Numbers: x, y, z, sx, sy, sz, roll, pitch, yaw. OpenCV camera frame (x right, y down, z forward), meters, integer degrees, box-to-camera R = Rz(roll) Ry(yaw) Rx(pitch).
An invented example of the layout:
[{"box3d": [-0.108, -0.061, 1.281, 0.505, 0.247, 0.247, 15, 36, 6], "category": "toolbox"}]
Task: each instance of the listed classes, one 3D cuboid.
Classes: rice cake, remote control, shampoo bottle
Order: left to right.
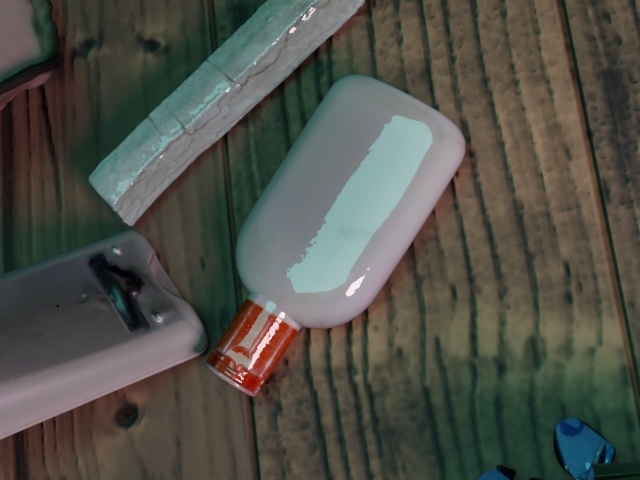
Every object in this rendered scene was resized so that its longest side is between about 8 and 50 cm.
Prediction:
[{"box3d": [-0.226, 0.073, 0.863, 0.313, 0.055, 0.109, -21, 60, -29], "category": "remote control"}, {"box3d": [-0.063, -0.109, 0.964, 0.245, 0.042, 0.045, -43, 52, 3], "category": "rice cake"}, {"box3d": [0.000, 0.000, 0.901, 0.108, 0.051, 0.220, 31, 84, 23], "category": "shampoo bottle"}]

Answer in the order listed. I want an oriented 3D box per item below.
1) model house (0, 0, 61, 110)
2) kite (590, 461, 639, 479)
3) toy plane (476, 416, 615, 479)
[{"box3d": [-0.354, -0.133, 1.008, 0.237, 0.202, 0.237, 45, 118, -9], "category": "model house"}, {"box3d": [0.218, 0.208, 0.729, 0.250, 0.012, 0.229, -39, 87, -11], "category": "kite"}, {"box3d": [0.137, 0.220, 0.760, 0.169, 0.078, 0.246, 21, 73, 23], "category": "toy plane"}]
